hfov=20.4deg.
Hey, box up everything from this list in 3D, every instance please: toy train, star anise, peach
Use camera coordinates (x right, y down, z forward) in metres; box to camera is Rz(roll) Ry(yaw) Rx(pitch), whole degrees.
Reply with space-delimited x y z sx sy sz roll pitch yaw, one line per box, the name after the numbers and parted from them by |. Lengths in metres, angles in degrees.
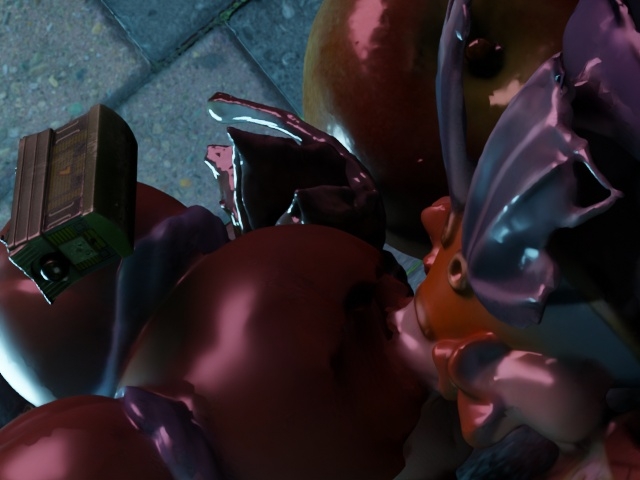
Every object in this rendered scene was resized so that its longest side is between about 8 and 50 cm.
-0.112 -0.018 0.812 0.056 0.038 0.093 -24 40 18 | toy train
0.000 -0.001 1.055 0.089 0.231 0.209 -24 -5 -9 | star anise
0.114 -0.096 1.155 0.252 0.252 0.252 -38 8 6 | peach

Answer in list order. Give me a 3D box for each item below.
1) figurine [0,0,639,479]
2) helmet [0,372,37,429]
0.027 0.041 0.814 0.388 0.248 0.276 -38 32 27 | figurine
-0.138 0.109 1.131 0.279 0.160 0.230 -39 -15 36 | helmet
